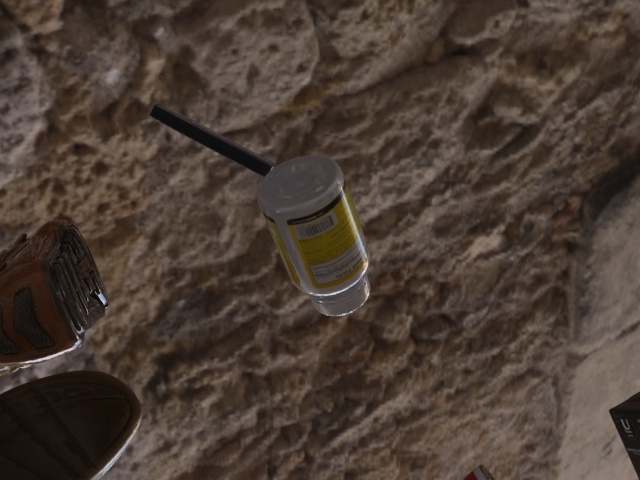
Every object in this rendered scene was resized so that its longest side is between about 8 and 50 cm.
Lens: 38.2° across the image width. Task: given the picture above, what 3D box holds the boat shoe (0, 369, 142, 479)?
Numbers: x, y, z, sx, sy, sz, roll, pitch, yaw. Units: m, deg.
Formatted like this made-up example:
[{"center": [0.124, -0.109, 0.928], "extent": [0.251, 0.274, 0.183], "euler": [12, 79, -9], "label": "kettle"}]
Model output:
[{"center": [-0.268, 0.217, 0.722], "extent": [0.109, 0.098, 0.302], "euler": [36, -128, 17], "label": "boat shoe"}]

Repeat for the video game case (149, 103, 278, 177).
[{"center": [-0.157, -0.154, 1.483], "extent": [0.196, 0.274, 0.026], "euler": [28, -85, -1], "label": "video game case"}]

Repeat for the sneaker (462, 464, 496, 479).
[{"center": [0.209, 0.347, 1.154], "extent": [0.067, 0.042, 0.118], "euler": [-41, -126, 11], "label": "sneaker"}]

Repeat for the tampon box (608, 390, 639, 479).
[{"center": [0.490, 0.278, 1.242], "extent": [0.101, 0.120, 0.161], "euler": [-24, -90, -22], "label": "tampon box"}]

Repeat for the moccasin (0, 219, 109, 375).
[{"center": [-0.317, 0.068, 1.008], "extent": [0.146, 0.139, 0.380], "euler": [-22, -165, -5], "label": "moccasin"}]

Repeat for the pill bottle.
[{"center": [0.000, 0.000, 0.686], "extent": [0.065, 0.116, 0.065], "euler": [-12, -141, 10], "label": "pill bottle"}]
